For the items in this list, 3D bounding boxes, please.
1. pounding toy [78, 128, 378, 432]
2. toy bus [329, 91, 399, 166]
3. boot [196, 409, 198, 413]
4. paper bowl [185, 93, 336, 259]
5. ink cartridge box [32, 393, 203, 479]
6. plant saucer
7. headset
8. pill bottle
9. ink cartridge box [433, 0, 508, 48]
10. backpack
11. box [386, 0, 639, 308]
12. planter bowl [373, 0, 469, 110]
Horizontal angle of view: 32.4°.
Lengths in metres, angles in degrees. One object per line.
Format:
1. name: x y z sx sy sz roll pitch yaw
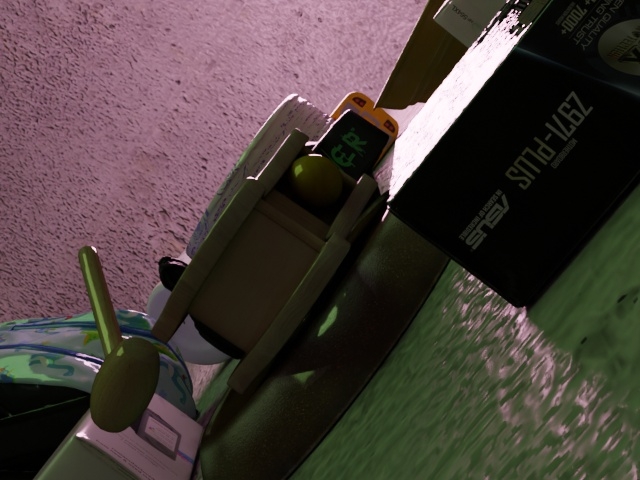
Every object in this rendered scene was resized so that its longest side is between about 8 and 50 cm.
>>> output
1. pounding toy: -0.067 -0.003 0.740 0.154 0.155 0.269 -55 2 37
2. toy bus: 0.015 -0.128 1.854 0.130 0.108 0.332 -54 4 -18
3. boot: -0.248 0.285 1.598 0.137 0.077 0.198 -59 4 -11
4. paper bowl: -0.059 -0.058 1.593 0.284 0.148 0.284 -57 1 2
5. ink cartridge box: -0.241 0.282 1.126 0.226 0.131 0.306 -53 5 1
6. plant saucer: 0.001 0.068 0.821 0.311 0.050 0.310 -51 5 6
7. headset: -0.064 0.004 1.091 0.243 0.185 0.394 -55 -2 -27
8. pill bottle: -0.150 0.058 1.770 0.160 0.160 0.283 -50 5 36
9. ink cartridge box: 0.181 -0.232 1.023 0.143 0.092 0.090 -57 7 -34
10. backpack: -0.336 0.224 1.420 0.355 0.290 0.273 -5 27 41
11. box: 0.108 -0.067 0.540 0.147 0.077 0.180 -52 4 13
12. planter bowl: 0.146 -0.221 1.222 0.217 0.090 0.217 -62 0 1
